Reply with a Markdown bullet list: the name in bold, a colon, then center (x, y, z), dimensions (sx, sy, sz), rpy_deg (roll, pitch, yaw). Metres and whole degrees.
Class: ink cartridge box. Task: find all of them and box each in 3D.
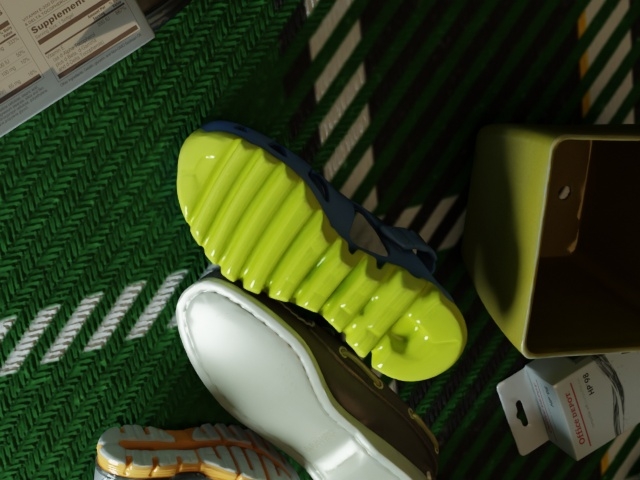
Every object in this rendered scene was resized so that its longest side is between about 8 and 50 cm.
- **ink cartridge box**: center (0.286, 0.158, 1.838), dimensions (0.180, 0.060, 0.104), rpy_deg (-29, 118, -15)

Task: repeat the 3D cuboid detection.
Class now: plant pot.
- **plant pot**: center (0.249, -0.021, 1.684), dimensions (0.212, 0.187, 0.212), rpy_deg (-2, 108, -27)

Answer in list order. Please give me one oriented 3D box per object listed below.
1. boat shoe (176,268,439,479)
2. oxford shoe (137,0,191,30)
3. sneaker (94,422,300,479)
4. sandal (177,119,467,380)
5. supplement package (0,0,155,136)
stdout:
- **boat shoe**: center (-0.006, 0.141, 1.657), dimensions (0.324, 0.097, 0.116), rpy_deg (45, 125, -13)
- **oxford shoe**: center (-0.138, -0.243, 1.490), dimensions (0.227, 0.083, 0.096), rpy_deg (-44, 102, -8)
- **sneaker**: center (-0.120, 0.228, 1.655), dimensions (0.215, 0.084, 0.083), rpy_deg (9, 116, -25)
- **sandal**: center (0.000, 0.000, 1.612), dimensions (0.317, 0.138, 0.126), rpy_deg (40, 115, -14)
- **supplement package**: center (-0.300, -0.169, 1.350), dimensions (0.262, 0.204, 0.145), rpy_deg (-34, 120, -12)
